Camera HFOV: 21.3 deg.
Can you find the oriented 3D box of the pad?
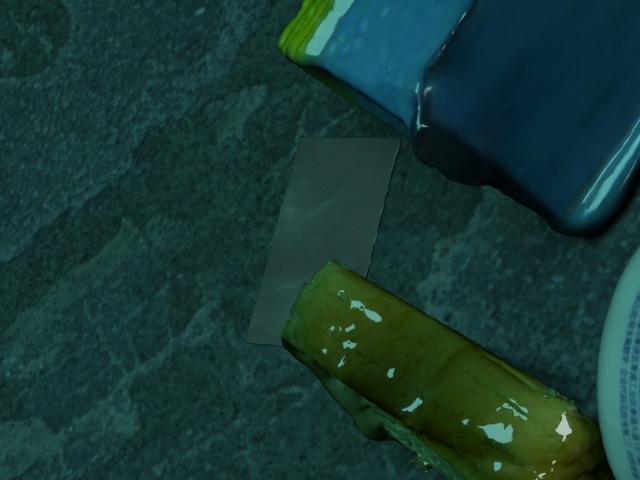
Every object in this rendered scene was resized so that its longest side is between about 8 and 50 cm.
[{"bbox_3d":[0.000,0.000,1.411,0.113,0.006,0.188,3,72,41],"label":"pad"}]

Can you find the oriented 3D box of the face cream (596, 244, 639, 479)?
[{"bbox_3d":[0.258,0.081,1.022,0.111,0.206,0.206,2,71,45],"label":"face cream"}]

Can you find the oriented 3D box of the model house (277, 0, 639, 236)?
[{"bbox_3d":[0.108,-0.179,1.271,0.303,0.215,0.237,37,96,47],"label":"model house"}]

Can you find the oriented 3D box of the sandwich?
[{"bbox_3d":[0.100,0.122,1.125,0.251,0.226,0.087,31,81,41],"label":"sandwich"}]
